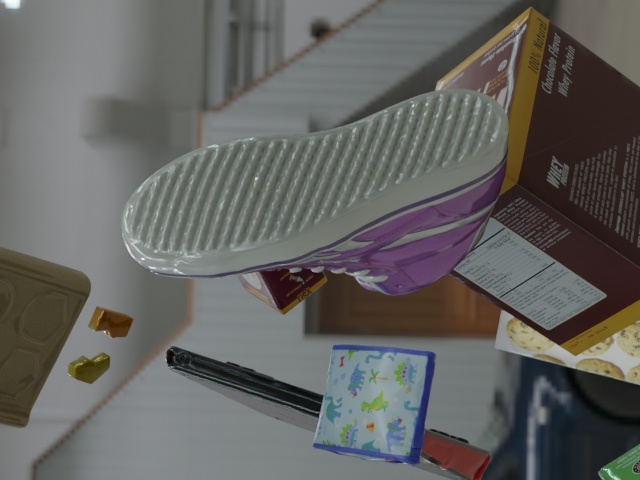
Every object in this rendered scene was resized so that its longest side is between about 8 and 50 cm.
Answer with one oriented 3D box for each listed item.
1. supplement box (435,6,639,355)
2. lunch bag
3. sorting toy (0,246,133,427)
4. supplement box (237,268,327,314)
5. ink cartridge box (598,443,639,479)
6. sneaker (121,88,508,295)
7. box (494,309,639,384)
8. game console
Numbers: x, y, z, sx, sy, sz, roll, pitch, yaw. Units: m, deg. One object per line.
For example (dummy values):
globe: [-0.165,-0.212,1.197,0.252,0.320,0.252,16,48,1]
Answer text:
supplement box: [0.193,-0.048,1.362,0.129,0.194,0.191,-37,28,45]
lunch bag: [0.074,0.187,1.859,0.151,0.096,0.129,-7,71,58]
sorting toy: [-0.398,0.136,2.205,0.307,0.041,0.229,22,-87,-50]
supplement box: [-0.080,-0.009,2.119,0.104,0.081,0.188,29,152,52]
ink cartridge box: [0.477,0.314,1.851,0.121,0.211,0.289,59,180,-25]
sneaker: [0.001,0.001,1.171,0.161,0.282,0.102,93,160,-52]
box: [0.318,0.104,1.537,0.063,0.324,0.067,1,-80,-54]
game console: [0.019,0.234,2.239,0.342,0.386,0.060,37,-110,-60]
